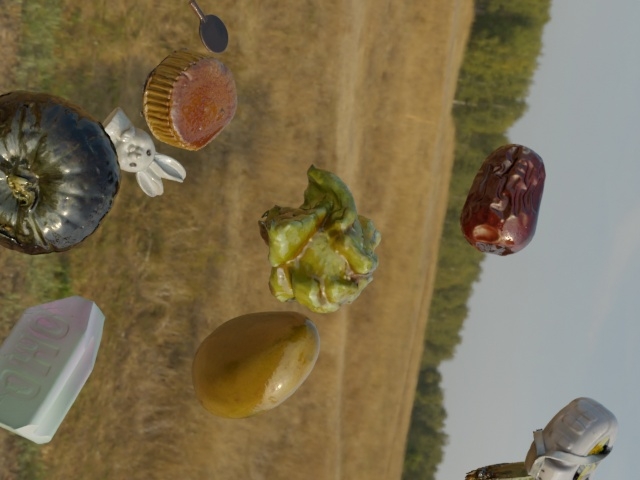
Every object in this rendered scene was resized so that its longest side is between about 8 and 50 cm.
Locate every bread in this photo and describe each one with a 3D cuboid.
[{"bbox_3d":[-0.253,-0.277,1.507,0.199,0.104,0.199,-31,130,-46],"label":"bread"}]

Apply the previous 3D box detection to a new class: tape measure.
[{"bbox_3d":[0.473,0.390,1.422,0.197,0.120,0.236,-49,143,-4],"label":"tape measure"}]

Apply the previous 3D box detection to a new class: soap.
[{"bbox_3d":[-0.672,0.297,1.845,0.115,0.208,0.347,79,33,-58],"label":"soap"}]

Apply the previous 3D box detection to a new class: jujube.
[{"bbox_3d":[0.379,-0.083,1.552,0.155,0.155,0.230,73,40,-70],"label":"jujube"}]

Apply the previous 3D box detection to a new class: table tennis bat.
[{"bbox_3d":[-0.277,-0.605,2.105,0.170,0.119,0.108,52,51,-37],"label":"table tennis bat"}]

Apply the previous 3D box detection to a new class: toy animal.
[{"bbox_3d":[-0.392,-0.177,1.663,0.104,0.221,0.131,-47,-155,-3],"label":"toy animal"}]

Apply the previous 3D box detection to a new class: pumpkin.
[{"bbox_3d":[-0.402,-0.096,1.079,0.159,0.237,0.238,-127,-138,-66],"label":"pumpkin"}]

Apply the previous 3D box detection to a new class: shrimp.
[{"bbox_3d":[0.470,0.542,1.773,0.145,0.267,0.061,39,39,-80],"label":"shrimp"}]

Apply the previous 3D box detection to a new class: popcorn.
[{"bbox_3d":[0.006,0.000,1.718,0.321,0.289,0.326,158,-57,-79],"label":"popcorn"}]

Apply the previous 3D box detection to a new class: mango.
[{"bbox_3d":[-0.169,0.321,2.010,0.445,0.232,0.300,-25,-151,42],"label":"mango"}]
